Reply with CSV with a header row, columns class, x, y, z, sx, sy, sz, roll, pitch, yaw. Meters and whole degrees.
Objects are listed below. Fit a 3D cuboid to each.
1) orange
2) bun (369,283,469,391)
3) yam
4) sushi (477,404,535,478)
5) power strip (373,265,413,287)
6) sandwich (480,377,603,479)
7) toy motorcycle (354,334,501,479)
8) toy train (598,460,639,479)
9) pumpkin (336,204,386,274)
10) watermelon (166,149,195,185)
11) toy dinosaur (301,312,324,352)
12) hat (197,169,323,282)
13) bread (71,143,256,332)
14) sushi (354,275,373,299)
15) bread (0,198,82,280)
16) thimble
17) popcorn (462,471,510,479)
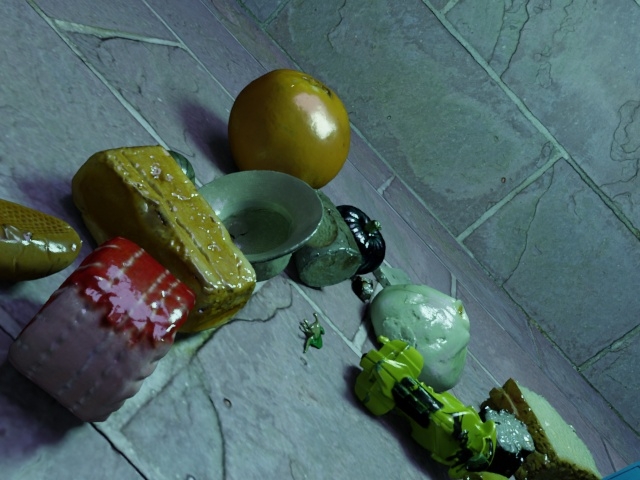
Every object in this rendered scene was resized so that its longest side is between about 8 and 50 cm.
class,x,y,z,sx,sy,sz,roll,pitch,yaw
orange,-0.077,-0.259,1.527,0.312,0.312,0.312,42,19,-18
bun,0.262,0.208,1.501,0.293,0.187,0.293,39,22,-19
yam,0.000,0.000,1.411,0.154,0.154,0.254,35,18,-34
sushi,0.391,0.458,1.390,0.212,0.115,0.147,19,30,-53
power strip,0.216,0.116,1.836,0.080,0.029,0.226,57,20,22
sandwich,0.592,0.540,1.655,0.325,0.131,0.262,32,22,-33
toy motorcycle,0.211,0.337,1.199,0.342,0.142,0.206,44,-20,-11
toy train,0.672,0.636,1.360,0.188,0.300,0.265,49,29,2
pumpkin,0.085,-0.002,1.613,0.194,0.150,0.194,59,-2,4
watermelon,-0.275,-0.104,1.080,0.105,0.105,0.133,34,-15,-36
toy dinosaur,-0.011,0.184,1.191,0.060,0.029,0.120,60,16,-19
hat,-0.118,-0.001,1.113,0.257,0.257,0.130,-111,-167,-49
bread,-0.225,-0.004,0.918,0.294,0.132,0.166,52,19,11
sushi,0.105,0.119,1.581,0.045,0.044,0.083,22,21,-7
bread,-0.362,-0.002,0.695,0.114,0.078,0.189,36,8,40
thimble,-0.226,0.091,0.666,0.125,0.163,0.189,41,13,-12
popcorn,0.329,0.498,0.867,0.289,0.326,0.321,13,39,6
